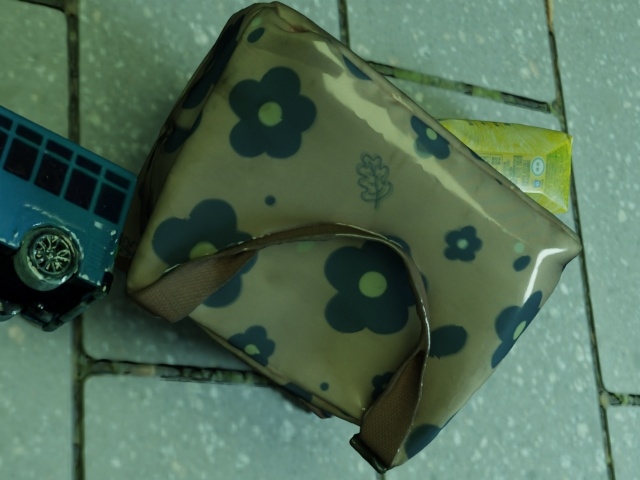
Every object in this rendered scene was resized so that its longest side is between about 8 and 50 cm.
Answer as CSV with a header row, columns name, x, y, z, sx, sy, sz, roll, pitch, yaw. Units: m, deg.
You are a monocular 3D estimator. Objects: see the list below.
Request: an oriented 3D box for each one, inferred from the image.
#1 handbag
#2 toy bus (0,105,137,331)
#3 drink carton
name,x,y,z,sx,sy,sz,roll,pitch,yaw
handbag,0.000,0.000,0.814,0.251,0.190,0.193,36,85,-17
toy bus,-0.208,-0.029,0.754,0.184,0.090,0.106,28,58,-25
drink carton,0.091,-0.054,0.974,0.200,0.084,0.075,1,97,-35
